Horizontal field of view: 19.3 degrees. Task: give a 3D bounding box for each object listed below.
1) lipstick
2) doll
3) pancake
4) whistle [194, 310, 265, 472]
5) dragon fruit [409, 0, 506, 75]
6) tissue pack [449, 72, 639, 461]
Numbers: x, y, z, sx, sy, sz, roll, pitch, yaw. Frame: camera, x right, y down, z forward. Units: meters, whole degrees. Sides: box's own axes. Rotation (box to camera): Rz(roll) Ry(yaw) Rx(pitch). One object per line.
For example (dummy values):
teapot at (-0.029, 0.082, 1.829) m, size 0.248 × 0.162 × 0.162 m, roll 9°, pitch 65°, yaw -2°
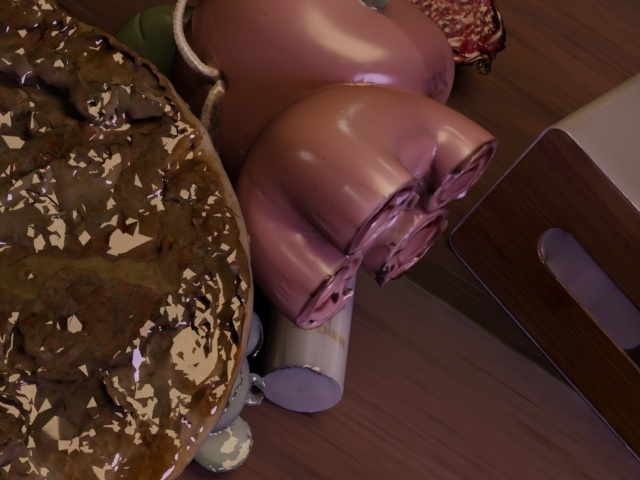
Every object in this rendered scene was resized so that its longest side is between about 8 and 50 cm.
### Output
lipstick at (0.000, 0.000, 1.333) m, size 0.059 × 0.059 × 0.264 m, roll 21°, pitch 50°, yaw -16°
doll at (-0.025, -0.100, 1.226) m, size 0.268 × 0.284 × 0.216 m, roll 43°, pitch 33°, yaw 14°
pancake at (-0.231, 0.007, 1.109) m, size 0.382 × 0.071 × 0.382 m, roll 2°, pitch 65°, yaw -4°
whistle at (-0.143, 0.077, 1.181) m, size 0.236 × 0.077 × 0.114 m, roll 11°, pitch 77°, yaw -21°
dragon fruit at (0.083, -0.202, 1.520) m, size 0.102 × 0.096 × 0.147 m, roll -4°, pitch 91°, yaw -22°
tissue pack at (0.249, 0.022, 1.399) m, size 0.246 × 0.159 × 0.136 m, roll 49°, pitch 46°, yaw 10°
